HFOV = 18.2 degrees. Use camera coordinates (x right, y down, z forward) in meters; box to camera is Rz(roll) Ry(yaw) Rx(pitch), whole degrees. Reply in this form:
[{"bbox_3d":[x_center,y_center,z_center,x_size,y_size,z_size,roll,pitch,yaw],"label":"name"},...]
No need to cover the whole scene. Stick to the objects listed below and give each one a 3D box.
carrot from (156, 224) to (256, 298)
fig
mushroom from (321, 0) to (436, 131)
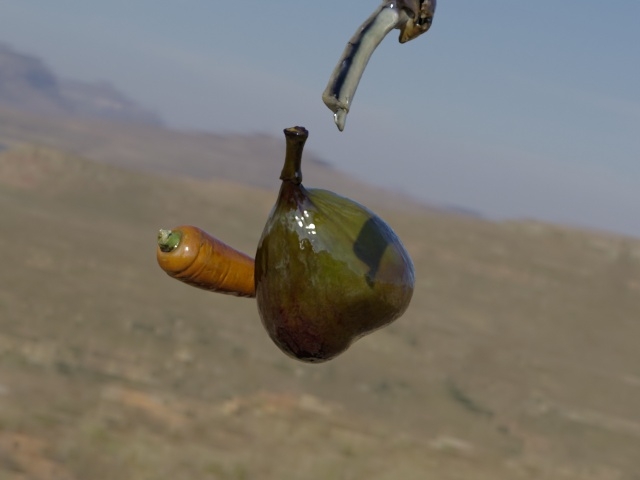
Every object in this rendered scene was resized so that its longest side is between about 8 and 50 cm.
[{"bbox_3d":[-0.079,0.039,2.131,0.257,0.061,0.061,23,-4,-39],"label":"carrot"},{"bbox_3d":[0.001,0.001,2.036,0.170,0.274,0.145,-24,38,-9],"label":"fig"},{"bbox_3d":[0.046,-0.171,1.792,0.060,0.187,0.061,42,-31,-12],"label":"mushroom"}]
